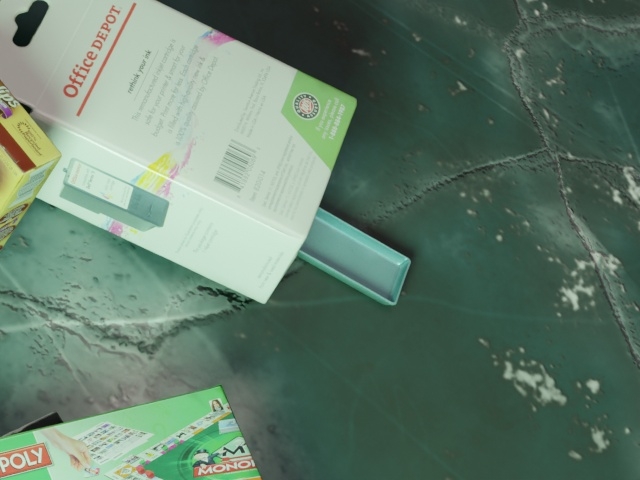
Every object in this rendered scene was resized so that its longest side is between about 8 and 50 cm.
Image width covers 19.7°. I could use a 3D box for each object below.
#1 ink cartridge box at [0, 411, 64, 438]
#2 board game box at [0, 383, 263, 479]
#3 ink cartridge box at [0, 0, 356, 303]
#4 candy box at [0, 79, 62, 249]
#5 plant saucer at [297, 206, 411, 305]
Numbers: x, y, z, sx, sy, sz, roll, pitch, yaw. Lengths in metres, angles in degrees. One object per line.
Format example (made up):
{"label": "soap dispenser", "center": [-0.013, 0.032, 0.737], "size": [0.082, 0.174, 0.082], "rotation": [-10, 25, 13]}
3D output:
{"label": "ink cartridge box", "center": [-0.317, 0.288, 1.463], "size": [0.371, 0.069, 0.176], "rotation": [-26, 75, -37]}
{"label": "board game box", "center": [-0.178, 0.249, 1.496], "size": [0.317, 0.046, 0.213], "rotation": [-11, 64, -35]}
{"label": "ink cartridge box", "center": [-0.165, -0.113, 1.778], "size": [0.353, 0.119, 0.207], "rotation": [26, 49, -7]}
{"label": "candy box", "center": [-0.309, -0.053, 1.615], "size": [0.109, 0.187, 0.053], "rotation": [49, 46, 9]}
{"label": "plant saucer", "center": [0.000, 0.000, 1.873], "size": [0.192, 0.018, 0.067], "rotation": [30, 48, -9]}
